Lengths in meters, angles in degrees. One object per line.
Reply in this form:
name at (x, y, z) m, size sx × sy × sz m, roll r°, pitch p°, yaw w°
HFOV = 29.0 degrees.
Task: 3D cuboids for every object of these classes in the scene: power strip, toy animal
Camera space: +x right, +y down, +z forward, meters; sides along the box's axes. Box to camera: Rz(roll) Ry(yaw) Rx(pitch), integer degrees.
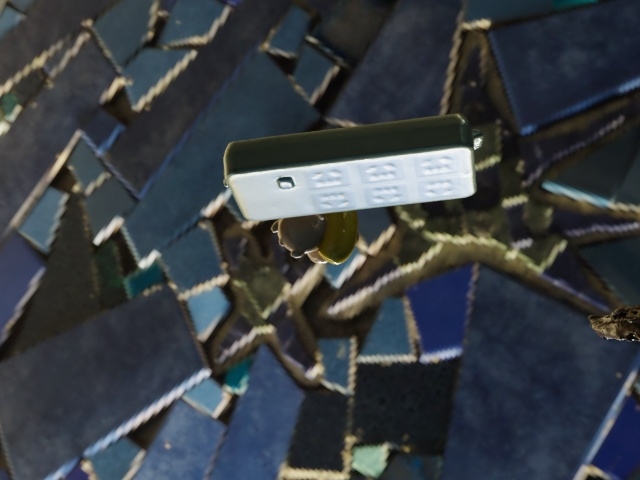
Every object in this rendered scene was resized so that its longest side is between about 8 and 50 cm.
power strip at (0.030, -0.071, 1.241) m, size 0.118 × 0.271 × 0.046 m, roll 69°, pitch 16°, yaw -68°
toy animal at (0.000, 0.000, 1.620) m, size 0.114 × 0.091 × 0.082 m, roll -20°, pitch 163°, yaw -13°

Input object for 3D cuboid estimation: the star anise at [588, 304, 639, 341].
star anise at (0.227, 0.045, 0.715) m, size 0.144 × 0.158 × 0.140 m, roll -6°, pitch 129°, yaw -52°
